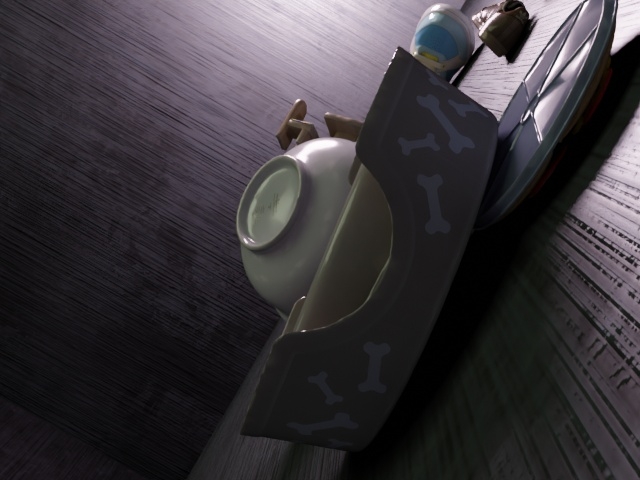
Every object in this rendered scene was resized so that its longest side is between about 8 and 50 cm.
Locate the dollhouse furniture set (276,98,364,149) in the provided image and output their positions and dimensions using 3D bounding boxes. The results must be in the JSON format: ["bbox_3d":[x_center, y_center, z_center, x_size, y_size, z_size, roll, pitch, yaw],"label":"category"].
[{"bbox_3d":[0.075,-0.159,1.553,0.161,0.212,0.242,-62,-24,-21],"label":"dollhouse furniture set"}]

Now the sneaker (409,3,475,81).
[{"bbox_3d":[0.201,-0.311,1.758,0.208,0.127,0.319,-59,-8,-24],"label":"sneaker"}]

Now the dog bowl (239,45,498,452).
[{"bbox_3d":[0.044,0.018,0.746,0.349,0.102,0.349,22,-90,-89],"label":"dog bowl"}]

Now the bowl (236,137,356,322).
[{"bbox_3d":[-0.024,-0.031,1.241,0.297,0.134,0.298,-29,48,38],"label":"bowl"}]

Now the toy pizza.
[{"bbox_3d":[0.172,-0.093,0.665,0.201,0.032,0.201,-62,3,6],"label":"toy pizza"}]

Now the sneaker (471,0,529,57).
[{"bbox_3d":[0.264,-0.309,1.245,0.071,0.066,0.188,-41,14,21],"label":"sneaker"}]
